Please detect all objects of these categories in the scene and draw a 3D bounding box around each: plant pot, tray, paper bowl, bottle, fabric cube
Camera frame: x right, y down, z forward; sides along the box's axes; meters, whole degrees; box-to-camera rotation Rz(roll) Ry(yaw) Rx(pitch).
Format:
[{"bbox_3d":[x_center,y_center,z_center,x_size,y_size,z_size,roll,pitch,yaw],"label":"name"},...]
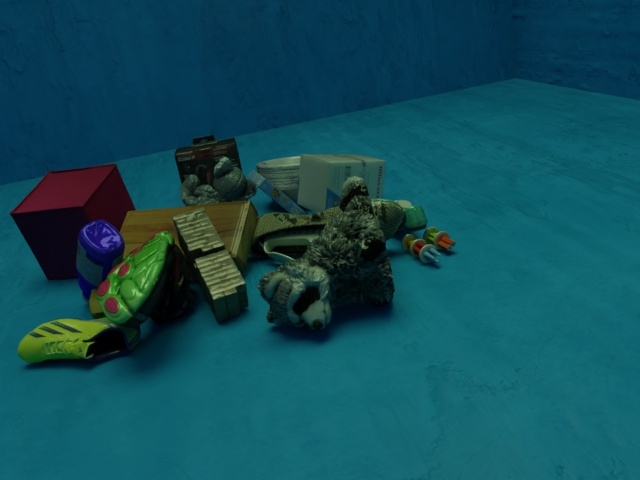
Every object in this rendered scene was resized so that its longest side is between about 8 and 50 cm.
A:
[{"bbox_3d":[-0.545,0.175,1.662,0.081,0.081,0.083,-8,33,4],"label":"plant pot"},{"bbox_3d":[-0.398,-0.004,1.882,0.411,0.076,0.203,-3,53,17],"label":"tray"},{"bbox_3d":[-0.083,-0.219,2.332,0.284,0.148,0.284,-4,13,1],"label":"paper bowl"},{"bbox_3d":[-0.581,0.070,1.701,0.118,0.283,0.092,43,49,13],"label":"bottle"},{"bbox_3d":[-0.749,-0.058,2.033,0.259,0.258,0.254,-4,36,15],"label":"fabric cube"}]

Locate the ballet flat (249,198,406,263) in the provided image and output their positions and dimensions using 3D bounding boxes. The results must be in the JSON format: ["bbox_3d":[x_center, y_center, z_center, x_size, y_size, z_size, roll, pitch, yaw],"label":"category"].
[{"bbox_3d":[0.000,0.000,1.805,0.483,0.164,0.182,-4,43,31],"label":"ballet flat"}]

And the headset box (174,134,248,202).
[{"bbox_3d":[-0.387,-0.229,2.326,0.218,0.293,0.110,-12,21,-3],"label":"headset box"}]

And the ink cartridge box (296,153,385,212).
[{"bbox_3d":[0.068,-0.187,2.110,0.233,0.171,0.168,-5,17,-35],"label":"ink cartridge box"}]

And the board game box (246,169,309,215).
[{"bbox_3d":[-0.137,-0.143,2.138,0.039,0.211,0.160,-49,26,0],"label":"board game box"}]

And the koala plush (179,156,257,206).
[{"bbox_3d":[-0.333,-0.159,2.182,0.221,0.196,0.203,-40,26,9],"label":"koala plush"}]

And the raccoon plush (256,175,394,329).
[{"bbox_3d":[0.000,0.039,1.555,0.299,0.216,0.446,-13,29,2],"label":"raccoon plush"}]

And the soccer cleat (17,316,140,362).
[{"bbox_3d":[-0.561,0.235,1.493,0.289,0.093,0.121,-10,23,-1],"label":"soccer cleat"}]

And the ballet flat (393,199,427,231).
[{"bbox_3d":[0.233,-0.075,1.857,0.083,0.087,0.247,-15,6,-15],"label":"ballet flat"}]

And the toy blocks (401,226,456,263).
[{"bbox_3d":[0.301,0.016,1.716,0.123,0.054,0.148,-17,22,-17],"label":"toy blocks"}]

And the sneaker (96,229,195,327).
[{"bbox_3d":[-0.385,0.105,1.566,0.185,0.202,0.483,-36,11,5],"label":"sneaker"}]

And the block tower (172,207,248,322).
[{"bbox_3d":[-0.282,0.056,1.664,0.091,0.097,0.335,-18,46,-19],"label":"block tower"}]
